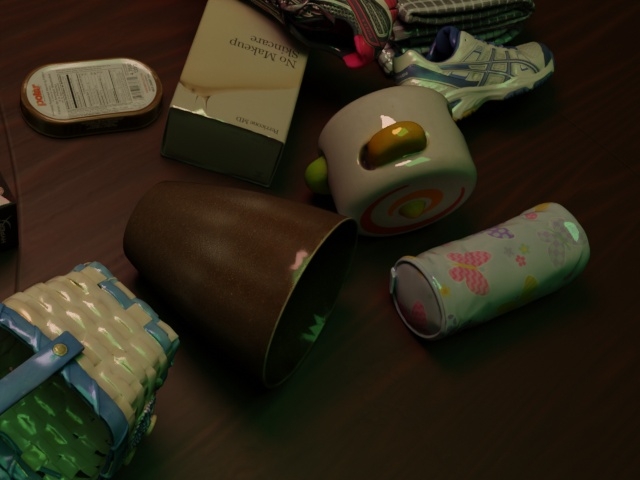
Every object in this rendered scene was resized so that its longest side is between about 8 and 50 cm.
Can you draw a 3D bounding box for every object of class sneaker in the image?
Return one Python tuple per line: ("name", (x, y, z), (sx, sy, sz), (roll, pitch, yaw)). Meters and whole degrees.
("sneaker", (0.237, -0.268, 1.286), (0.296, 0.111, 0.131), (-26, 105, -29))
("sneaker", (-0.041, -0.335, 1.128), (0.299, 0.121, 0.112), (24, 59, -4))

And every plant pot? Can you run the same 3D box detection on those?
("plant pot", (-0.107, 0.025, 1.000), (0.230, 0.215, 0.215), (25, 56, 15))

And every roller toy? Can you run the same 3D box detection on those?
("roller toy", (0.103, -0.096, 1.121), (0.191, 0.209, 0.146), (0, 61, -35))

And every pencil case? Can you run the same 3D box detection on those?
("pencil case", (0.226, 0.036, 1.135), (0.273, 0.114, 0.124), (-21, 59, -27))

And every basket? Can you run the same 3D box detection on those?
("basket", (-0.281, 0.171, 0.816), (0.201, 0.255, 0.289), (44, 47, 7))

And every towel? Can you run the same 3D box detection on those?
("towel", (0.175, -0.413, 1.371), (0.283, 0.121, 0.235), (-18, 67, -25))

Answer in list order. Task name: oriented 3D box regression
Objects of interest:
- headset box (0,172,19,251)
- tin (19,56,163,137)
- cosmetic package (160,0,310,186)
("headset box", (-0.521, -0.051, 0.952), (0.293, 0.110, 0.218), (-23, 71, -27))
("tin", (-0.306, -0.196, 1.148), (0.189, 0.040, 0.106), (-11, 61, -23))
("cosmetic package", (-0.103, -0.246, 1.194), (0.160, 0.113, 0.310), (16, 57, -8))
